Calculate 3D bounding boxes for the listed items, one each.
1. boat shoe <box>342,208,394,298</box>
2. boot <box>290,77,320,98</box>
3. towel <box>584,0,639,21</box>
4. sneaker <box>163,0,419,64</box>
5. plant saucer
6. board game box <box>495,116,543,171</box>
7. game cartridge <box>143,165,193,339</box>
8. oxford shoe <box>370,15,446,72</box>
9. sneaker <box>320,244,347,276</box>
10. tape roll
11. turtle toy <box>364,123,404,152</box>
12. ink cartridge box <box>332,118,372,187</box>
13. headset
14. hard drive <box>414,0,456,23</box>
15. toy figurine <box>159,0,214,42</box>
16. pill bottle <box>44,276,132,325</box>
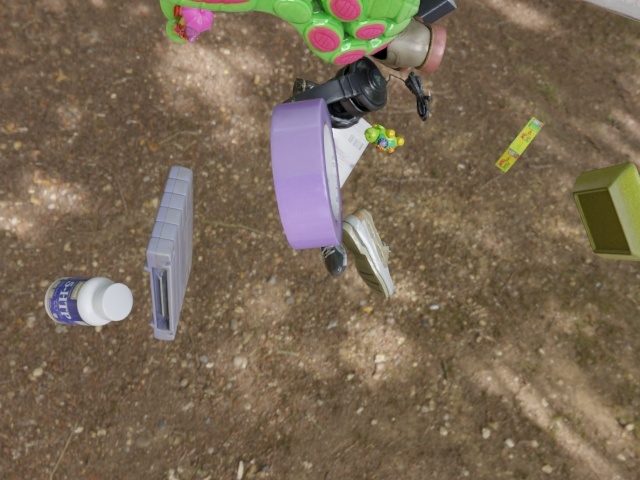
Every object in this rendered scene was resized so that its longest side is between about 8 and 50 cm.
[{"bbox_3d":[0.156,0.043,1.679,0.103,0.302,0.113,-43,35,-20],"label":"boat shoe"},{"bbox_3d":[-0.023,-0.394,1.705,0.137,0.198,0.077,4,67,-13],"label":"boot"},{"bbox_3d":[0.348,-0.438,0.712,0.332,0.317,0.053,23,70,7],"label":"towel"},{"bbox_3d":[-0.045,-0.391,0.779,0.483,0.185,0.202,7,58,-41],"label":"sneaker"},{"bbox_3d":[0.547,-0.043,1.079,0.045,0.188,0.188,-20,91,-3],"label":"plant saucer"},{"bbox_3d":[0.627,-0.303,1.805,0.043,0.092,0.181,38,58,9],"label":"board game box"},{"bbox_3d":[-0.321,0.035,1.232,0.068,0.355,0.230,6,53,-9],"label":"game cartridge"},{"bbox_3d":[0.157,-0.442,1.256,0.130,0.123,0.348,7,15,-13],"label":"oxford shoe"},{"bbox_3d":[0.000,0.000,1.745,0.132,0.086,0.229,27,38,-41],"label":"sneaker"},{"bbox_3d":[-0.020,-0.123,1.077,0.090,0.275,0.275,-6,45,8],"label":"tape roll"},{"bbox_3d":[0.184,-0.310,1.738,0.130,0.066,0.095,28,4,-41],"label":"turtle toy"},{"bbox_3d":[0.016,-0.329,2.015,0.198,0.197,0.270,35,82,-23],"label":"ink cartridge box"},{"bbox_3d":[0.088,-0.331,1.402,0.394,0.243,0.185,-22,94,-22],"label":"headset"},{"bbox_3d":[0.249,-0.709,1.597,0.255,0.172,0.054,65,11,19],"label":"hard drive"},{"bbox_3d":[-0.318,-0.539,1.391,0.130,0.173,0.159,6,34,-29],"label":"toy figurine"},{"bbox_3d":[-0.527,0.138,1.311,0.186,0.112,0.112,-3,33,30],"label":"pill bottle"}]
